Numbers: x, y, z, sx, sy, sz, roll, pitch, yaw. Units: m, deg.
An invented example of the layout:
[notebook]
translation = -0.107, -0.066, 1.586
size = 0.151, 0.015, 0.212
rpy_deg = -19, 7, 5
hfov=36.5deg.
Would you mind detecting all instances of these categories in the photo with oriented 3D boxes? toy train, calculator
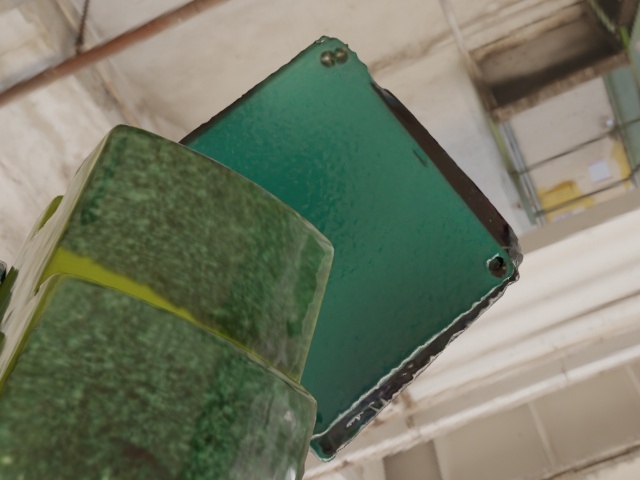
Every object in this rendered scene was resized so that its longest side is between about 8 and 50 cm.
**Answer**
[toy train]
translation = -0.135, 0.147, 0.440
size = 0.272, 0.179, 0.442
rpy_deg = -35, -149, 48
[calculator]
translation = 0.000, 0.000, 0.796
size = 0.248, 0.274, 0.058
rpy_deg = -41, 180, -9
